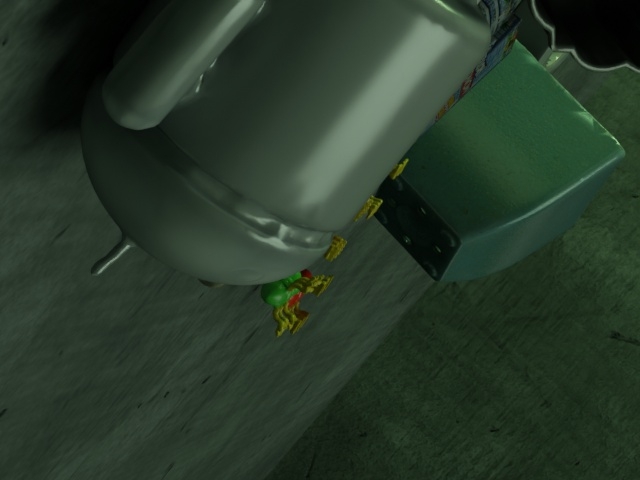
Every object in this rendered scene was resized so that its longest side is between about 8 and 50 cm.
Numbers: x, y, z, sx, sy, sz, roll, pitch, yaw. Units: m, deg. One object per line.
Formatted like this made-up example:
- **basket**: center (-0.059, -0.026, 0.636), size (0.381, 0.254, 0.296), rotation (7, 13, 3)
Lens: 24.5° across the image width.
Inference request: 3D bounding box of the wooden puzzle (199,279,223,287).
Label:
- **wooden puzzle**: center (0.012, -0.119, 1.509), size (0.322, 0.080, 0.348), rotation (-52, 174, 20)

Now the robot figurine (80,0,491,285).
- **robot figurine**: center (-0.026, -0.113, 0.997), size (0.353, 0.200, 0.300), rotation (-51, 155, 15)

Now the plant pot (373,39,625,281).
- **plant pot**: center (0.215, -0.085, 2.030), size (0.252, 0.247, 0.248), rotation (-38, 167, -23)

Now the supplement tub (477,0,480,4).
- **supplement tub**: center (0.149, -0.285, 1.456), size (0.071, 0.071, 0.107), rotation (-35, 163, -52)

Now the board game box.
- **board game box**: center (0.159, -0.217, 1.780), size (0.194, 0.060, 0.194), rotation (-47, 170, -11)

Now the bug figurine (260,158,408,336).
- **bug figurine**: center (0.000, 0.000, 1.882), size (0.279, 0.072, 0.216), rotation (-57, 174, 19)

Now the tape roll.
- **tape roll**: center (0.334, -0.314, 2.115), size (0.219, 0.072, 0.219), rotation (-45, 170, -11)

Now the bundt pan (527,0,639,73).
- **bundt pan**: center (0.332, -0.343, 1.532), size (0.331, 0.124, 0.330), rotation (-14, 131, -17)
